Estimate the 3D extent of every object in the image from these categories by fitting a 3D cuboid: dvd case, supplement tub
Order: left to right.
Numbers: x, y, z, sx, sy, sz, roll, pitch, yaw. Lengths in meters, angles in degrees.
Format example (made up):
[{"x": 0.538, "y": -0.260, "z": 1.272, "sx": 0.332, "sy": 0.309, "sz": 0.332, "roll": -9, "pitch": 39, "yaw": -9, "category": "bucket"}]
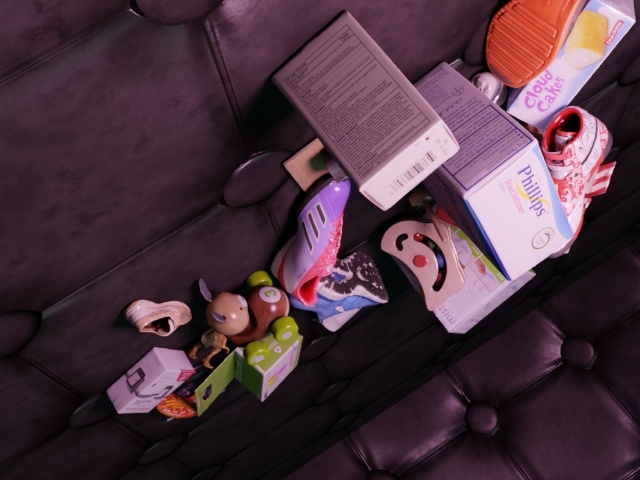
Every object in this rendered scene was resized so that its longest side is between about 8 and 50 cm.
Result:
[{"x": -0.299, "y": 0.353, "z": 2.001, "sx": 0.164, "sy": 0.018, "sz": 0.221, "roll": -26, "pitch": 154, "yaw": -23, "category": "dvd case"}, {"x": 0.051, "y": 0.166, "z": 2.057, "sx": 0.107, "sy": 0.071, "sz": 0.071, "roll": -44, "pitch": 156, "yaw": 19, "category": "supplement tub"}]

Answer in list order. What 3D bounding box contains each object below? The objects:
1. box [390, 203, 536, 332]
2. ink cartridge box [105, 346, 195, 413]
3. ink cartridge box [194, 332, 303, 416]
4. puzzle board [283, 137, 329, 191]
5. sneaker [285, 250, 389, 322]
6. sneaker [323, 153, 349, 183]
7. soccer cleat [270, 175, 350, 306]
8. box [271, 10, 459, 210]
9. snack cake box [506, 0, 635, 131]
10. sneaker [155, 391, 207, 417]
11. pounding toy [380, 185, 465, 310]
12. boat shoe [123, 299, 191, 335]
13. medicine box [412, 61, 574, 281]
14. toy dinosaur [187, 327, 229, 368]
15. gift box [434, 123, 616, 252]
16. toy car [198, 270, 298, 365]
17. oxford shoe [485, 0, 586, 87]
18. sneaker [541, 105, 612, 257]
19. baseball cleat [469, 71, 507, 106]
[{"x": 0.329, "y": 0.051, "z": 1.978, "sx": 0.231, "sy": 0.262, "sz": 0.127, "roll": -44, "pitch": 156, "yaw": 16, "category": "box"}, {"x": -0.357, "y": 0.296, "z": 1.753, "sx": 0.150, "sy": 0.063, "sz": 0.109, "roll": -42, "pitch": 156, "yaw": 13, "category": "ink cartridge box"}, {"x": -0.164, "y": 0.313, "z": 1.918, "sx": 0.255, "sy": 0.097, "sz": 0.189, "roll": -45, "pitch": 164, "yaw": -25, "category": "ink cartridge box"}, {"x": -0.010, "y": -0.140, "z": 1.469, "sx": 0.096, "sy": 0.011, "sz": 0.128, "roll": -38, "pitch": 158, "yaw": 2, "category": "puzzle board"}, {"x": 0.035, "y": 0.107, "z": 1.894, "sx": 0.147, "sy": 0.130, "sz": 0.330, "roll": -31, "pitch": 158, "yaw": 28, "category": "sneaker"}, {"x": 0.081, "y": -0.148, "z": 1.498, "sx": 0.118, "sy": 0.083, "sz": 0.222, "roll": -33, "pitch": 162, "yaw": 13, "category": "sneaker"}, {"x": 0.000, "y": 0.000, "z": 1.610, "sx": 0.108, "sy": 0.116, "sz": 0.318, "roll": -20, "pitch": 152, "yaw": -38, "category": "soccer cleat"}, {"x": 0.066, "y": -0.184, "z": 1.203, "sx": 0.148, "sy": 0.232, "sz": 0.127, "roll": -40, "pitch": 157, "yaw": 9, "category": "box"}, {"x": 0.450, "y": -0.348, "z": 1.516, "sx": 0.264, "sy": 0.089, "sz": 0.152, "roll": -58, "pitch": -171, "yaw": 41, "category": "snack cake box"}, {"x": -0.328, "y": 0.391, "z": 1.932, "sx": 0.067, "sy": 0.064, "sz": 0.175, "roll": -33, "pitch": 156, "yaw": 17, "category": "sneaker"}, {"x": 0.217, "y": 0.025, "z": 1.841, "sx": 0.154, "sy": 0.269, "sz": 0.155, "roll": -18, "pitch": -176, "yaw": 14, "category": "pounding toy"}, {"x": -0.297, "y": 0.152, "z": 1.565, "sx": 0.063, "sy": 0.059, "sz": 0.170, "roll": -44, "pitch": 155, "yaw": 19, "category": "boat shoe"}, {"x": 0.273, "y": -0.120, "z": 1.451, "sx": 0.149, "sy": 0.289, "sz": 0.263, "roll": -37, "pitch": 136, "yaw": 3, "category": "medicine box"}, {"x": -0.237, "y": 0.214, "z": 1.789, "sx": 0.112, "sy": 0.064, "sz": 0.211, "roll": -56, "pitch": 164, "yaw": 7, "category": "toy dinosaur"}, {"x": 0.434, "y": -0.126, "z": 1.743, "sx": 0.258, "sy": 0.255, "sz": 0.276, "roll": -1, "pitch": 117, "yaw": -50, "category": "gift box"}, {"x": -0.162, "y": 0.133, "z": 1.625, "sx": 0.149, "sy": 0.155, "sz": 0.188, "roll": -41, "pitch": 144, "yaw": 13, "category": "toy car"}, {"x": 0.391, "y": -0.396, "z": 1.392, "sx": 0.133, "sy": 0.130, "sz": 0.364, "roll": -40, "pitch": 168, "yaw": -28, "category": "oxford shoe"}, {"x": 0.435, "y": -0.111, "z": 1.525, "sx": 0.145, "sy": 0.090, "sz": 0.270, "roll": 25, "pitch": 89, "yaw": -47, "category": "sneaker"}, {"x": 0.299, "y": -0.240, "z": 1.624, "sx": 0.109, "sy": 0.072, "sz": 0.206, "roll": -15, "pitch": 150, "yaw": -39, "category": "baseball cleat"}]
